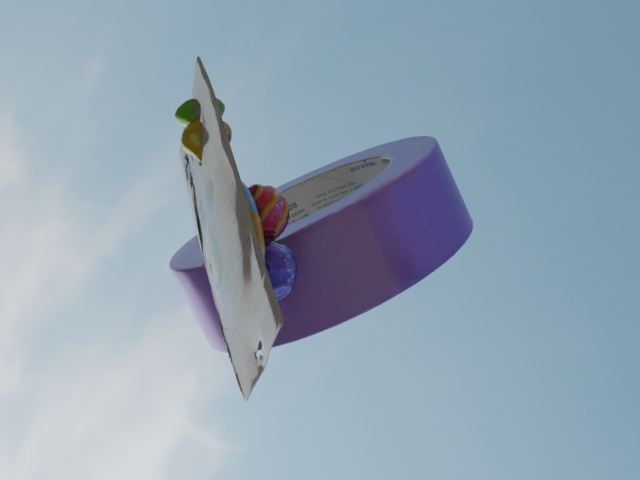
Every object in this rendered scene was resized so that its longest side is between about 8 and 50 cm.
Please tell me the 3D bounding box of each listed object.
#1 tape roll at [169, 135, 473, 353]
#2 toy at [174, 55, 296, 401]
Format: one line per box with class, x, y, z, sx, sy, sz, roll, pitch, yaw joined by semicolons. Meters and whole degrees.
tape roll;0.000;0.000;1.034;0.275;0.275;0.090;-15;-75;40
toy;-0.057;-0.013;0.860;0.137;0.056;0.237;113;-39;-55
